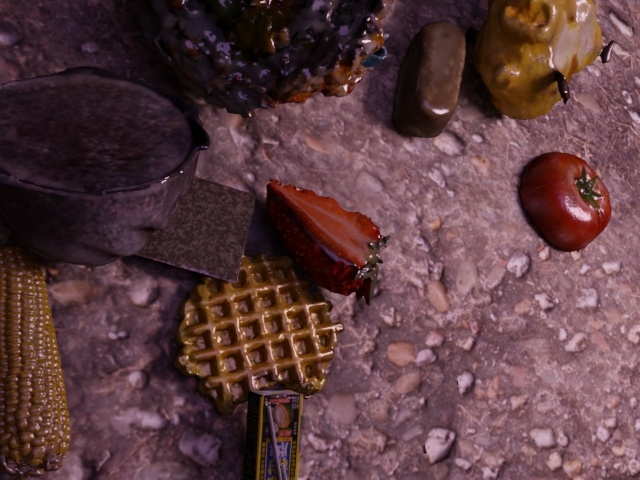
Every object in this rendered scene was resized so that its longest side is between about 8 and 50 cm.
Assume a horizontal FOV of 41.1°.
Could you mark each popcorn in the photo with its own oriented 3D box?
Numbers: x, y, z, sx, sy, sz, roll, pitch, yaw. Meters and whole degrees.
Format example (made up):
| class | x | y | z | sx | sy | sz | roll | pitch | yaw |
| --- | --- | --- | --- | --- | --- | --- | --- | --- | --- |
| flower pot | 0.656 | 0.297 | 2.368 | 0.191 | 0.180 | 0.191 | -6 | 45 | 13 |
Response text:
| class | x | y | z | sx | sy | sz | roll | pitch | yaw |
| --- | --- | --- | --- | --- | --- | --- | --- | --- | --- |
| popcorn | 0.425 | -0.395 | 1.741 | 0.316 | 0.281 | 0.297 | -7 | 113 | -61 |

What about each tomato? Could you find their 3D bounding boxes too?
| class | x | y | z | sx | sy | sz | roll | pitch | yaw |
| --- | --- | --- | --- | --- | --- | --- | --- | --- | --- |
| tomato | 0.522 | -0.092 | 1.765 | 0.225 | 0.085 | 0.224 | 13 | 63 | -26 |

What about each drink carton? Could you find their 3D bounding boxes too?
| class | x | y | z | sx | sy | sz | roll | pitch | yaw |
| --- | --- | --- | --- | --- | --- | --- | --- | --- | --- |
| drink carton | -0.069 | 0.303 | 1.241 | 0.071 | 0.056 | 0.165 | 4 | 87 | -27 |

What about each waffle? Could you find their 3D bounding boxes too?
| class | x | y | z | sx | sy | sz | roll | pitch | yaw |
| --- | --- | --- | --- | --- | --- | --- | --- | --- | --- |
| waffle | -0.091 | 0.145 | 1.319 | 0.291 | 0.051 | 0.291 | 11 | 65 | -25 |

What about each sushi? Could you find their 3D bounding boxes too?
| class | x | y | z | sx | sy | sz | roll | pitch | yaw |
| --- | --- | --- | --- | --- | --- | --- | --- | --- | --- |
| sushi | -0.099 | -0.395 | 1.347 | 0.418 | 0.176 | 0.417 | 0 | 95 | -2 |

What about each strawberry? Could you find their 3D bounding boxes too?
| class | x | y | z | sx | sy | sz | roll | pitch | yaw |
| --- | --- | --- | --- | --- | --- | --- | --- | --- | --- |
| strawberry | -0.007 | 0.006 | 1.383 | 0.228 | 0.098 | 0.174 | 28 | 35 | -12 |

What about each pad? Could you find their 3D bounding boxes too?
| class | x | y | z | sx | sy | sz | roll | pitch | yaw |
| --- | --- | --- | --- | --- | --- | --- | --- | --- | --- |
| pad | -0.225 | -0.036 | 1.308 | 0.235 | 0.003 | 0.158 | 16 | 63 | -12 |

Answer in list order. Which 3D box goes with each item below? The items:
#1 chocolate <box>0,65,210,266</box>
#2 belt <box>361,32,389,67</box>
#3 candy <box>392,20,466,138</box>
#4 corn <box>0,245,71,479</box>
| class | x | y | z | sx | sy | sz | roll | pitch | yaw |
| --- | --- | --- | --- | --- | --- | --- | --- | --- | --- |
| chocolate | -0.313 | -0.073 | 1.159 | 0.303 | 0.213 | 0.303 | 7 | 40 | -6 |
| belt | 0.003 | -0.330 | 1.550 | 0.302 | 0.072 | 0.087 | -24 | 81 | -33 |
| candy | 0.212 | -0.310 | 1.648 | 0.102 | 0.104 | 0.233 | 20 | 62 | -18 |
| corn | -0.391 | 0.154 | 1.106 | 0.106 | 0.106 | 0.305 | -3 | 68 | -32 |
